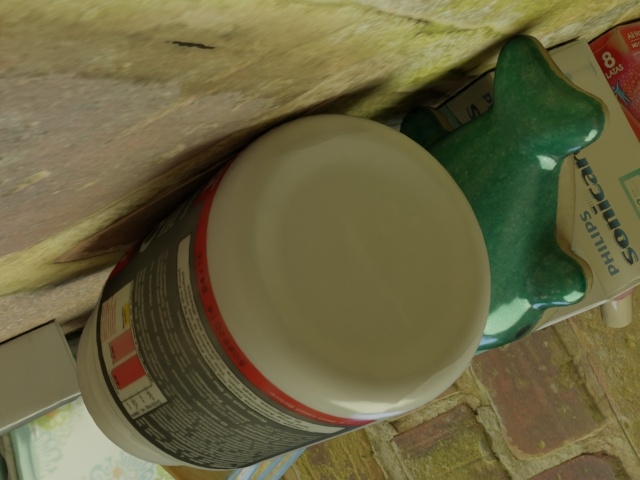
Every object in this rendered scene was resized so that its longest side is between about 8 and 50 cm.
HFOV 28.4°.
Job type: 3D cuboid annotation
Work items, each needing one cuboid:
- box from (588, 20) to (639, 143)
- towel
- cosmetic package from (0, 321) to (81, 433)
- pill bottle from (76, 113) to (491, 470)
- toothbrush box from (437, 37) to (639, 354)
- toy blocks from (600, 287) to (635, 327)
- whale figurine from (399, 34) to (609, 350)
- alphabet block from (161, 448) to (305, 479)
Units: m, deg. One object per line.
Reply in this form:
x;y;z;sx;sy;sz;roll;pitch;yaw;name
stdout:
0.357;-0.142;1.272;0.300;0.154;0.142;-20;171;-43;box
-0.252;0.260;1.596;0.320;0.090;0.374;-24;130;-32;towel
-0.362;0.172;1.288;0.231;0.085;0.117;-23;175;-18;cosmetic package
-0.052;0.062;0.964;0.210;0.210;0.363;-23;175;-33;pill bottle
0.165;-0.021;1.179;0.126;0.216;0.295;-24;174;-32;toothbrush box
0.366;-0.108;1.608;0.288;0.309;0.260;-37;144;-10;toy blocks
0.121;-0.026;0.992;0.141;0.216;0.272;-21;150;-33;whale figurine
-0.119;0.177;1.410;0.192;0.197;0.193;-47;163;-14;alphabet block
